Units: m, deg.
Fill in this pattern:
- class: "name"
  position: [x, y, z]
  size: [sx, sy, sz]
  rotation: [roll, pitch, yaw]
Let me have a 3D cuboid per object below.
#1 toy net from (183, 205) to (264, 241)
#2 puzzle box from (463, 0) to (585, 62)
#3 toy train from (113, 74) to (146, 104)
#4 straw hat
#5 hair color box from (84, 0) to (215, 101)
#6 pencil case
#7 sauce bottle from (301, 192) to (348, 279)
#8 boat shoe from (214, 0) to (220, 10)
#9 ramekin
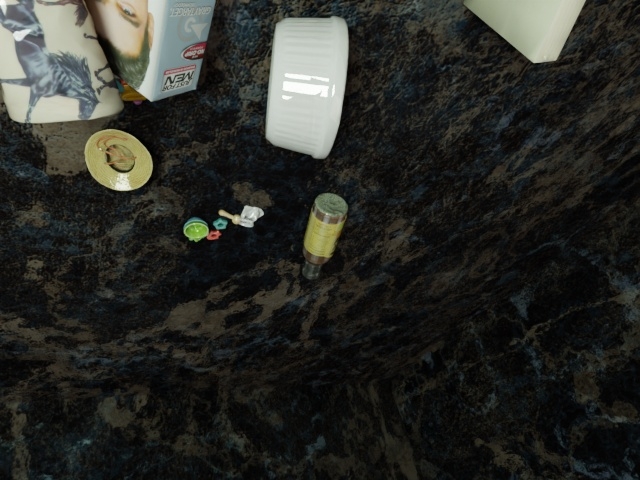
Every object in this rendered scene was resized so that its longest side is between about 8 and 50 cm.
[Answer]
- class: "toy net"
  position: [-0.279, -0.040, 1.196]
  size: [0.232, 0.045, 0.122]
  rotation: [-11, 142, -10]
- class: "puzzle box"
  position: [0.376, -0.547, 0.650]
  size: [0.052, 0.272, 0.409]
  rotation: [-10, 143, -11]
- class: "toy train"
  position: [-0.357, -0.316, 0.789]
  size: [0.125, 0.046, 0.166]
  rotation: [-16, -179, 26]
- class: "straw hat"
  position: [-0.454, -0.191, 0.920]
  size: [0.145, 0.061, 0.144]
  rotation: [-9, 125, -13]
- class: "hair color box"
  position: [-0.252, -0.426, 0.594]
  size: [0.113, 0.185, 0.374]
  rotation: [-47, 171, -49]
- class: "pencil case"
  position: [-0.408, -0.355, 0.547]
  size: [0.160, 0.183, 0.410]
  rotation: [-18, 126, -22]
- class: "sauce bottle"
  position: [0.000, 0.000, 1.316]
  size: [0.111, 0.111, 0.344]
  rotation: [-4, 142, -18]
- class: "boat shoe"
  position: [-0.195, -0.478, 0.661]
  size: [0.073, 0.073, 0.207]
  rotation: [-11, 144, -15]
- class: "ramekin"
  position: [-0.038, -0.302, 0.803]
  size: [0.127, 0.272, 0.273]
  rotation: [5, 139, -10]
